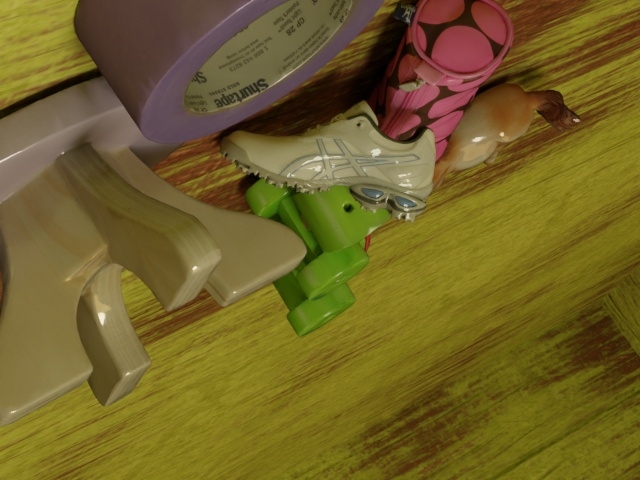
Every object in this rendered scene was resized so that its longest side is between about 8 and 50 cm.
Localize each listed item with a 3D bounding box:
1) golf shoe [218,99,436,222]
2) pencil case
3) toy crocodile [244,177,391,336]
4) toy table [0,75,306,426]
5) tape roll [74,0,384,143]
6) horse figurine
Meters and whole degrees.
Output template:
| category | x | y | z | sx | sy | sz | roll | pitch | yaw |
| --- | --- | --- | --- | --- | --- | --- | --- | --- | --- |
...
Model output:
| category | x | y | z | sx | sy | sz | roll | pitch | yaw |
| --- | --- | --- | --- | --- | --- | --- | --- | --- | --- |
| golf shoe | 0.008 | -0.076 | 1.552 | 0.069 | 0.176 | 0.086 | -119 | -137 | -75 |
| pencil case | 0.085 | -0.126 | 1.600 | 0.098 | 0.095 | 0.209 | -63 | 179 | -25 |
| toy crocodile | 0.000 | 0.000 | 1.751 | 0.105 | 0.115 | 0.340 | -30 | 169 | -13 |
| toy table | -0.155 | 0.004 | 1.310 | 0.274 | 0.161 | 0.252 | -30 | 168 | -18 |
| tape roll | -0.053 | -0.148 | 1.205 | 0.189 | 0.080 | 0.189 | -33 | 167 | -9 |
| horse figurine | 0.142 | -0.092 | 1.912 | 0.263 | 0.066 | 0.174 | -30 | 172 | -10 |
